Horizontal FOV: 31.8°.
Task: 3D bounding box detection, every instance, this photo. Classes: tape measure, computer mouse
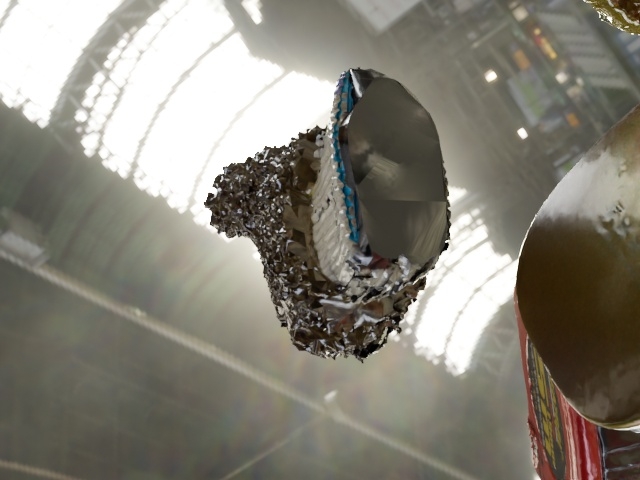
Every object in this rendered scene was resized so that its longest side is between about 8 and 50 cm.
[{"bbox_3d":[0.263,0.152,1.051,0.260,0.114,0.253,-101,1,-79],"label":"tape measure"},{"bbox_3d":[0.229,-0.032,0.548,0.072,0.310,0.158,39,-159,-40],"label":"computer mouse"}]

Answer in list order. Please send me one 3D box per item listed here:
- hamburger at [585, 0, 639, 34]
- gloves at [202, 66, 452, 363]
[{"bbox_3d":[0.202,-0.222,0.613,0.206,0.183,0.130,53,171,-17],"label":"hamburger"},{"bbox_3d":[0.005,-0.005,0.904,0.210,0.135,0.312,63,160,20],"label":"gloves"}]
